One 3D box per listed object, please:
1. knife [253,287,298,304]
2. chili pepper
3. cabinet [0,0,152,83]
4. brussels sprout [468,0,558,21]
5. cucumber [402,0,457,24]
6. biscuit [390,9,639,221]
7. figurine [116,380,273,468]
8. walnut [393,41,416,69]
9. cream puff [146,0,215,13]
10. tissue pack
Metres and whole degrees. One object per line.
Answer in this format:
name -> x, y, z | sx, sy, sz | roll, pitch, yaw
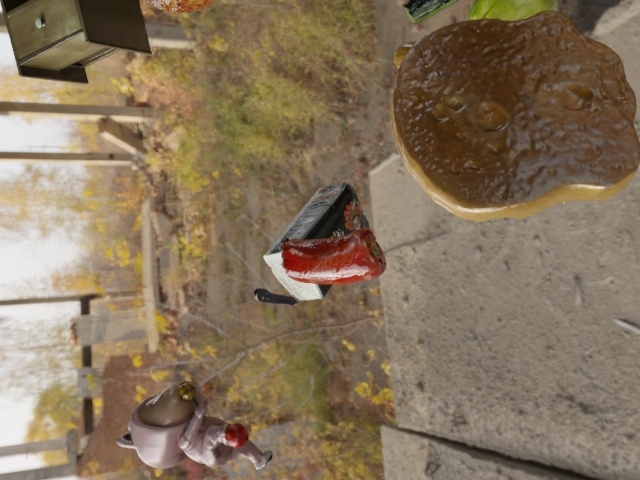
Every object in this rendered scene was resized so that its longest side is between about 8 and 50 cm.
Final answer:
knife -> -0.107, 0.137, 1.419 | 0.018, 0.121, 0.031 | 32, 106, 55
chili pepper -> 0.018, 0.022, 0.726 | 0.073, 0.123, 0.070 | 64, -146, -34
cabinet -> -0.414, -0.393, 0.973 | 0.175, 0.148, 0.215 | -11, 94, 28
brussels sprout -> 0.466, -0.545, 1.428 | 0.161, 0.223, 0.223 | -75, -9, -70
cucumber -> 0.213, -0.392, 0.847 | 0.062, 0.211, 0.078 | 61, -161, -9
biscuit -> 0.295, -0.206, 0.939 | 0.062, 0.365, 0.385 | 63, -160, -59
figurine -> -0.239, 0.358, 1.142 | 0.287, 0.176, 0.186 | 7, 96, 27
walnut -> 0.246, -0.486, 1.556 | 0.052, 0.121, 0.091 | 6, -78, -68
cream puff -> -0.233, -0.509, 1.046 | 0.240, 0.164, 0.240 | -13, 68, 34
tissue pack -> 0.000, 0.001, 0.909 | 0.090, 0.170, 0.103 | -2, 129, 42
